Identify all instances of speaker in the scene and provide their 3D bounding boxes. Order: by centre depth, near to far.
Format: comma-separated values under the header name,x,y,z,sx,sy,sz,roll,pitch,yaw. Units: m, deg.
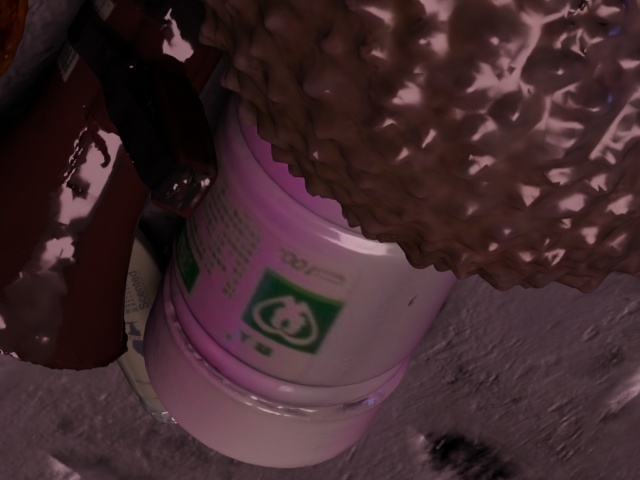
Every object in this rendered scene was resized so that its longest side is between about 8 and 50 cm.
name,x,y,z,sx,sy,sz,roll,pitch,yaw
speaker,-0.166,-0.068,1.211,0.198,0.259,0.329,31,115,-1

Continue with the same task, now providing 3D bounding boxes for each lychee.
name,x,y,z,sx,sy,sz,roll,pitch,yaw
lychee,0.113,-0.168,1.020,0.380,0.432,0.380,-28,133,-35

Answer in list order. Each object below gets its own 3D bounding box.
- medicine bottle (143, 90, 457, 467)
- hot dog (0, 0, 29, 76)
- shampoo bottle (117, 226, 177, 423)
name,x,y,z,sx,sy,sz,roll,pitch,yaw
medicine bottle,0.000,0.000,1.298,0.212,0.212,0.325,7,140,-16
hot dog,-0.304,-0.190,1.198,0.160,0.099,0.227,-35,127,18
shampoo bottle,-0.151,0.068,1.465,0.072,0.049,0.212,-13,130,7
